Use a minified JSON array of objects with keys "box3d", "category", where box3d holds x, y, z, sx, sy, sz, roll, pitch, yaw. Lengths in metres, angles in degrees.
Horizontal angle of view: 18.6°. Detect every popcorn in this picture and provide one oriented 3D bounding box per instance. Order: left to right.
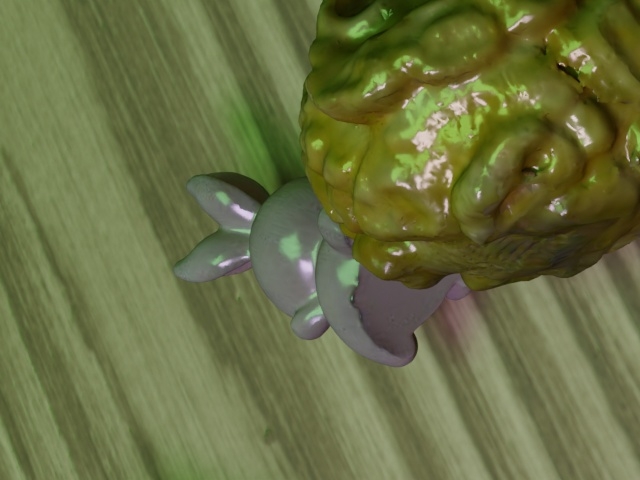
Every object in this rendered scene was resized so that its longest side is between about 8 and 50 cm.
[{"box3d":[0.097,-0.073,1.079,0.250,0.250,0.190,-39,62,40],"category":"popcorn"}]

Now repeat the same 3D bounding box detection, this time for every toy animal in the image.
[{"box3d":[0.001,0.001,1.271,0.212,0.124,0.124,22,109,51],"category":"toy animal"}]
